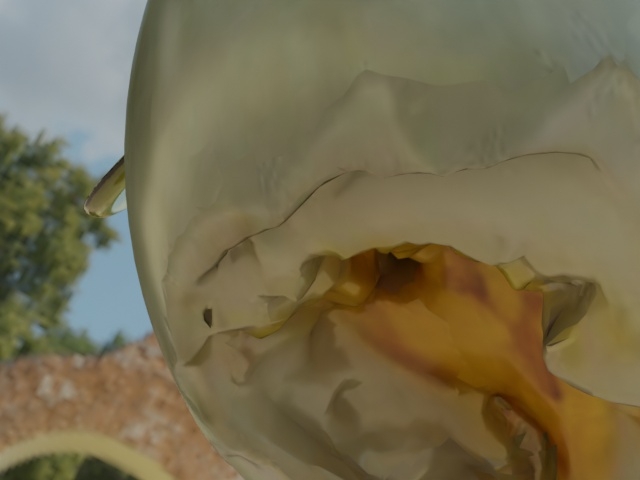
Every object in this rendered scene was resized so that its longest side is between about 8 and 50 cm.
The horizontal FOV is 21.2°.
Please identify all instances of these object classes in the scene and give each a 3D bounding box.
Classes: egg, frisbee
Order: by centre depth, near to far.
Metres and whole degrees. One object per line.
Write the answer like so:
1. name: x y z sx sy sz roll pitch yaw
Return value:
1. egg: 0.082 -0.046 0.568 0.278 0.336 0.278 8 -53 11
2. frisbee: -0.082 -0.093 1.283 0.017 0.236 0.236 50 -25 1
